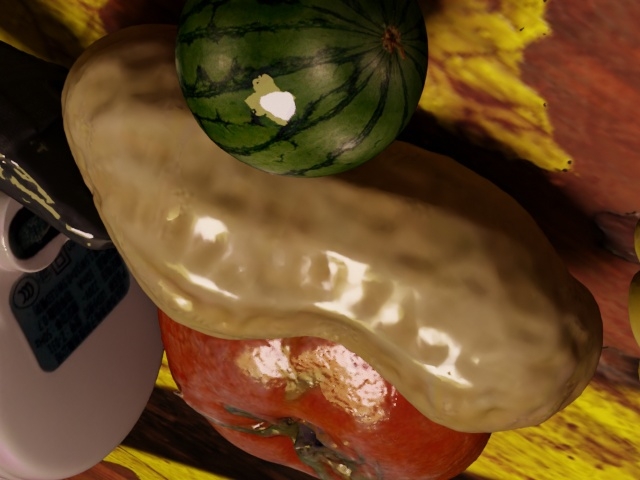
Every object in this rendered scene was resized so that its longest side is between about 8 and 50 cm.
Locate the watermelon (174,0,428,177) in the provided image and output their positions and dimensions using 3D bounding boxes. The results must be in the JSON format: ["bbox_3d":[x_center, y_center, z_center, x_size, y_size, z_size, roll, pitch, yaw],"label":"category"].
[{"bbox_3d":[-0.011,-0.070,0.511,0.109,0.109,0.109,22,153,12],"label":"watermelon"}]

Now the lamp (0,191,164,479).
[{"bbox_3d":[-0.178,0.035,0.780,0.108,0.179,0.246,10,130,24],"label":"lamp"}]

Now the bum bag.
[{"bbox_3d":[-0.185,-0.084,0.641,0.248,0.060,0.123,35,-163,-10],"label":"bum bag"}]

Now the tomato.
[{"bbox_3d":[-0.001,0.080,0.775,0.237,0.095,0.236,21,153,11],"label":"tomato"}]

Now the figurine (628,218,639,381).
[{"bbox_3d":[0.250,-0.018,0.306,0.187,0.168,0.315,-6,167,-39],"label":"figurine"}]

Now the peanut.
[{"bbox_3d":[0.000,0.000,0.593,0.275,0.125,0.111,28,162,4],"label":"peanut"}]
